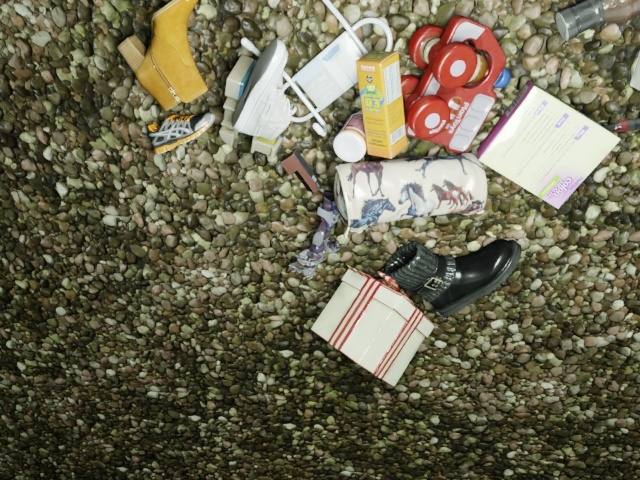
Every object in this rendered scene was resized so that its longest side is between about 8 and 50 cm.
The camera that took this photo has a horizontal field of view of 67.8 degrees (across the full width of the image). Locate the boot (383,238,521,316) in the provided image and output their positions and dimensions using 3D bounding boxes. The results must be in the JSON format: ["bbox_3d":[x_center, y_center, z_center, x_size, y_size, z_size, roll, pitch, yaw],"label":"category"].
[{"bbox_3d":[0.386,0.066,1.416,0.260,0.131,0.348,37,118,-15],"label":"boot"}]

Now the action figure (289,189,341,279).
[{"bbox_3d":[0.000,0.000,1.407,0.099,0.185,0.285,25,115,13],"label":"action figure"}]

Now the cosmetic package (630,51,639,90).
[{"bbox_3d":[0.905,-0.397,1.079,0.295,0.153,0.129,4,119,6],"label":"cosmetic package"}]

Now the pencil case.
[{"bbox_3d":[0.237,-0.125,1.247,0.409,0.160,0.184,-7,113,-9],"label":"pencil case"}]

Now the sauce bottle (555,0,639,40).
[{"bbox_3d":[0.700,-0.553,1.035,0.344,0.111,0.111,-21,115,17],"label":"sauce bottle"}]

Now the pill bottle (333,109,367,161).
[{"bbox_3d":[0.096,-0.276,1.231,0.086,0.152,0.086,15,135,15],"label":"pill bottle"}]

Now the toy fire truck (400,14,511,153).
[{"bbox_3d":[0.330,-0.374,1.171,0.253,0.169,0.302,8,124,-26],"label":"toy fire truck"}]

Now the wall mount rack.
[{"bbox_3d":[-0.005,-0.442,1.167,0.350,0.130,0.304,-34,111,22],"label":"wall mount rack"}]

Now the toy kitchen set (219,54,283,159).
[{"bbox_3d":[-0.165,-0.349,1.270,0.166,0.122,0.207,19,140,-5],"label":"toy kitchen set"}]

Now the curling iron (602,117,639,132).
[{"bbox_3d":[0.785,-0.282,1.224,0.273,0.035,0.068,-15,114,16],"label":"curling iron"}]

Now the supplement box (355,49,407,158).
[{"bbox_3d":[0.144,-0.315,1.114,0.078,0.080,0.234,20,135,39],"label":"supplement box"}]

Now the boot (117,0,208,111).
[{"bbox_3d":[-0.352,-0.477,1.214,0.295,0.104,0.211,-26,119,25],"label":"boot"}]

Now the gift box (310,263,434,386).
[{"bbox_3d":[0.146,0.232,1.426,0.258,0.276,0.255,-55,137,-7],"label":"gift box"}]

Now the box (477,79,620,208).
[{"bbox_3d":[0.564,-0.243,1.205,0.242,0.117,0.214,31,119,1],"label":"box"}]

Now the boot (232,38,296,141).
[{"bbox_3d":[-0.109,-0.346,1.132,0.123,0.095,0.258,15,141,-26],"label":"boot"}]

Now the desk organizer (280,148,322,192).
[{"bbox_3d":[-0.054,-0.192,1.366,0.050,0.047,0.130,-28,113,23],"label":"desk organizer"}]

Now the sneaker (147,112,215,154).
[{"bbox_3d":[-0.390,-0.311,1.317,0.214,0.084,0.083,-19,111,17],"label":"sneaker"}]
